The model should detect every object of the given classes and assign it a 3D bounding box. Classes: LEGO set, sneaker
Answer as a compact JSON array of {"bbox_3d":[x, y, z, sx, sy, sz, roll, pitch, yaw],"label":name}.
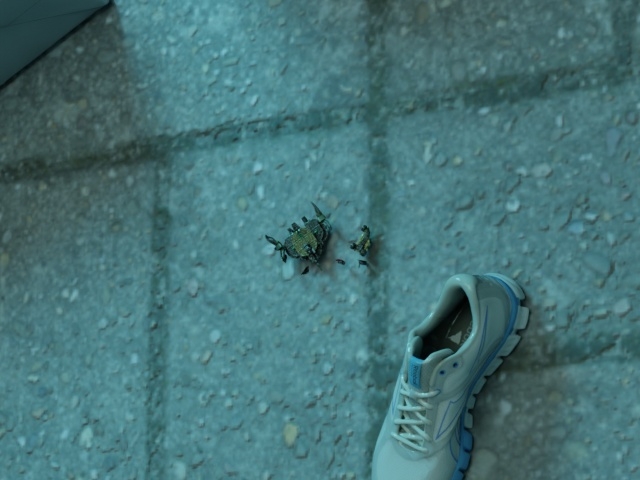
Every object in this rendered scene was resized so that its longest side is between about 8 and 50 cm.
[{"bbox_3d":[0.001,0.003,1.488,0.083,0.023,0.054,24,93,20],"label":"LEGO set"},{"bbox_3d":[0.074,0.105,1.380,0.071,0.083,0.190,22,91,32],"label":"sneaker"}]

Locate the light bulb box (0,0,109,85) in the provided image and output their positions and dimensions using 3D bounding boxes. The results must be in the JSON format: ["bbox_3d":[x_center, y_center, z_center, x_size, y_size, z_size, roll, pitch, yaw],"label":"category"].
[{"bbox_3d":[-0.429,-0.273,1.690,0.358,0.225,0.361,-34,64,20],"label":"light bulb box"}]
